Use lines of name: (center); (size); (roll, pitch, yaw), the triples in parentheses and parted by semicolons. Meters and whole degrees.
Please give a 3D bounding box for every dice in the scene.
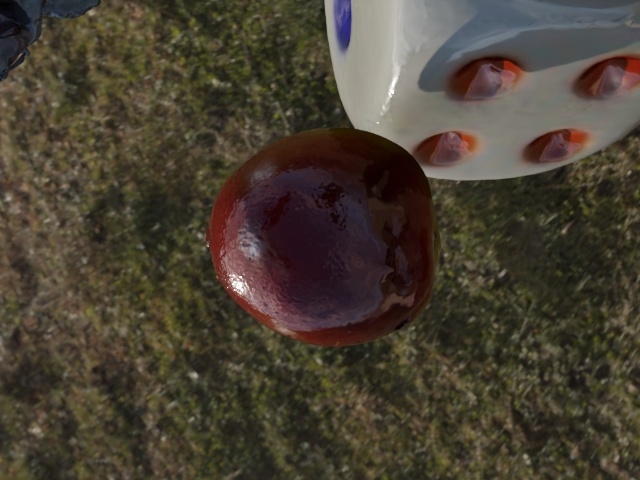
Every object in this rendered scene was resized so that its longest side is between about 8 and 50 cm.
dice: (0.159, -0.250, 0.932); (0.304, 0.277, 0.304); (115, 151, -67)

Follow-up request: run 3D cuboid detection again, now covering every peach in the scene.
peach: (0.000, 0.000, 0.819); (0.197, 0.197, 0.197); (14, 118, 28)

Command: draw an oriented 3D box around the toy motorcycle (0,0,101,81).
toy motorcycle: (-0.221, -0.131, 0.560); (0.082, 0.213, 0.122); (36, 167, 48)
